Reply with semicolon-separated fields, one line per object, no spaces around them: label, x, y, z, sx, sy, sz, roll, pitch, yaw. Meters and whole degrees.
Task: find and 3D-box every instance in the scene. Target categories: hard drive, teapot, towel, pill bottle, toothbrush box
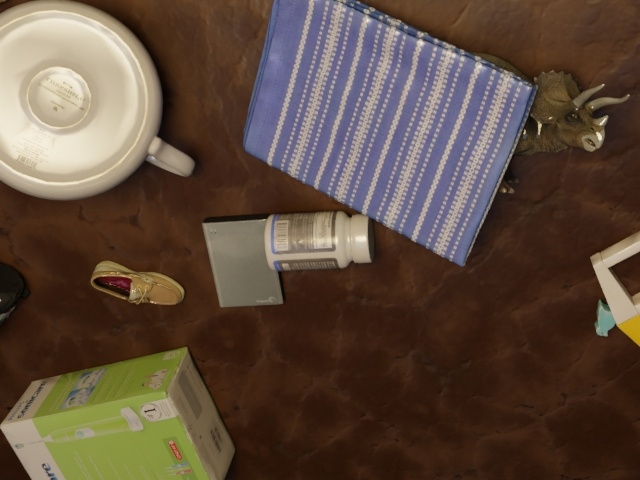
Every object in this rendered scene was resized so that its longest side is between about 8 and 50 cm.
hard drive;-0.107;0.030;1.240;0.094;0.022;0.135;-4;116;11
teapot;-0.311;-0.165;1.090;0.253;0.187;0.256;-20;96;-11
towel;0.063;-0.143;1.051;0.336;0.040;0.243;29;121;19
pill bottle;0.000;0.000;1.177;0.137;0.078;0.078;-2;116;10
toothbrush box;-0.304;0.303;1.355;0.283;0.122;0.206;-15;114;15

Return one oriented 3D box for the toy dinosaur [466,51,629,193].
toy dinosaur;0.196;-0.158;1.060;0.314;0.121;0.160;27;112;24

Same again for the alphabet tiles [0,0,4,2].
alphabet tiles;-0.400;-0.353;1.020;0.237;0.009;0.198;-24;151;12

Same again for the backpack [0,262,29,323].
backpack;-0.537;0.100;1.293;0.152;0.115;0.182;35;119;-12

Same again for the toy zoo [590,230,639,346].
toy zoo;0.491;0.049;1.151;0.293;0.030;0.192;-33;108;22

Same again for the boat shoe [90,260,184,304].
boat shoe;-0.265;0.070;1.273;0.135;0.045;0.050;14;118;2
